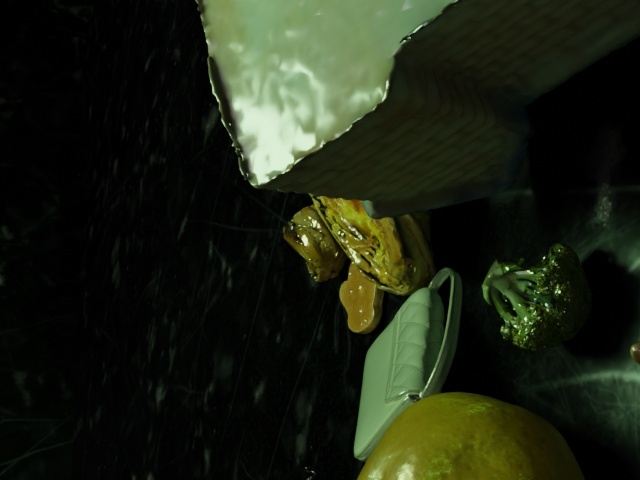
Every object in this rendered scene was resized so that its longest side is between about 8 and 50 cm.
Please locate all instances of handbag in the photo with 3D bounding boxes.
[{"bbox_3d":[0.126,0.155,1.295,0.219,0.079,0.256,-60,9,31],"label":"handbag"}]

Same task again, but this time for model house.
[{"bbox_3d":[0.144,-0.285,1.140,0.445,0.400,0.395,-34,60,35],"label":"model house"}]

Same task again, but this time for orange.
[{"bbox_3d":[0.156,0.302,1.084,0.279,0.235,0.279,-177,90,-68],"label":"orange"}]

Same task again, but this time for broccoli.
[{"bbox_3d":[0.242,0.062,1.124,0.131,0.120,0.130,-58,-7,-35],"label":"broccoli"}]

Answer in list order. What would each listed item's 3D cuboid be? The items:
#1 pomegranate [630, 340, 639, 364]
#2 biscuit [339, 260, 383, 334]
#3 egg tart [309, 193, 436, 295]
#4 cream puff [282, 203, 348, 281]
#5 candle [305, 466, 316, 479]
[{"bbox_3d":[0.343,0.097,0.762,0.214,0.248,0.214,-174,90,-70],"label":"pomegranate"},{"bbox_3d":[0.066,0.078,1.580,0.118,0.023,0.140,-13,70,62],"label":"biscuit"},{"bbox_3d":[0.076,-0.056,1.443,0.297,0.132,0.297,47,163,19],"label":"egg tart"},{"bbox_3d":[0.000,0.000,1.646,0.104,0.119,0.133,-41,5,0],"label":"cream puff"},{"bbox_3d":[-0.012,0.447,1.613,0.026,0.021,0.167,109,160,-67],"label":"candle"}]
